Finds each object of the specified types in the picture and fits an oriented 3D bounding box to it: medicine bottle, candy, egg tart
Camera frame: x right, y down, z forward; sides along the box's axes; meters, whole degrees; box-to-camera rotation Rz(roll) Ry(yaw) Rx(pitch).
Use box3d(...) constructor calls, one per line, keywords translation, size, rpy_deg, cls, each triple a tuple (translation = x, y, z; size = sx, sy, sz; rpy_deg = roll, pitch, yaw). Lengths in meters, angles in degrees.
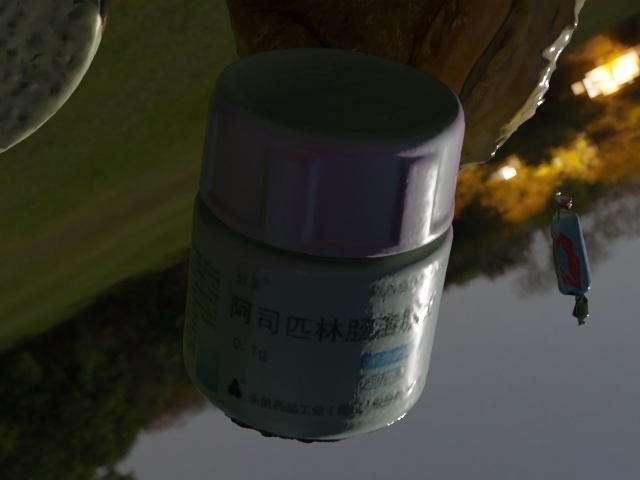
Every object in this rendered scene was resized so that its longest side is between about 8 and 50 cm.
box3d(translation=(0.000, 0.000, 0.681), size=(0.135, 0.169, 0.135), rpy_deg=(6, -153, -3), cls="medicine bottle")
box3d(translation=(0.151, 0.010, 0.811), size=(0.020, 0.083, 0.030), rpy_deg=(-11, -176, 2), cls="candy")
box3d(translation=(0.065, -0.203, 0.863), size=(0.150, 0.352, 0.352), rpy_deg=(-3, 167, -39), cls="egg tart")

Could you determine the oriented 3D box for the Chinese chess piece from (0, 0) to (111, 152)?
box3d(translation=(-0.232, -0.145, 0.691), size=(0.250, 0.101, 0.250), rpy_deg=(-10, 135, -10), cls="Chinese chess piece")
